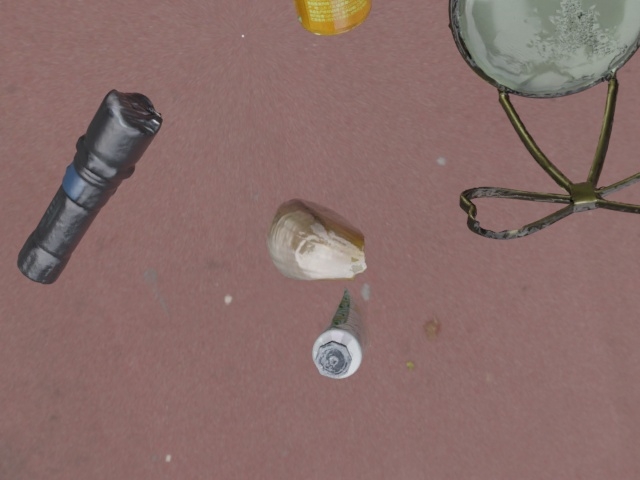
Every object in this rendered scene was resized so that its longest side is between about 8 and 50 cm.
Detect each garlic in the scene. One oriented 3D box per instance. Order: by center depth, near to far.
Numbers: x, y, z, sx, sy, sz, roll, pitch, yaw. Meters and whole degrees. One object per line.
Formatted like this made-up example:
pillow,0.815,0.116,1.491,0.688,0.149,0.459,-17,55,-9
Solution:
garlic,-0.012,-0.001,0.955,0.101,0.195,0.086,11,98,-10

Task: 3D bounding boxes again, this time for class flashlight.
flashlight,-0.389,-0.071,1.355,0.103,0.103,0.424,33,126,-12

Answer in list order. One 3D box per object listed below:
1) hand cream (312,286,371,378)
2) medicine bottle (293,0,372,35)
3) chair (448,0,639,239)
hand cream,0.026,0.087,0.762,0.042,0.194,0.067,-27,92,11
medicine bottle,0.002,-0.339,0.949,0.096,0.096,0.192,-17,140,-1
chair,0.169,-0.160,0.599,0.160,0.325,0.170,-5,124,9
